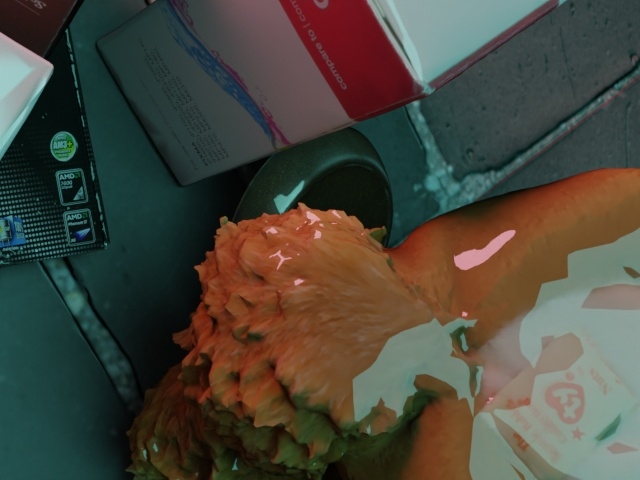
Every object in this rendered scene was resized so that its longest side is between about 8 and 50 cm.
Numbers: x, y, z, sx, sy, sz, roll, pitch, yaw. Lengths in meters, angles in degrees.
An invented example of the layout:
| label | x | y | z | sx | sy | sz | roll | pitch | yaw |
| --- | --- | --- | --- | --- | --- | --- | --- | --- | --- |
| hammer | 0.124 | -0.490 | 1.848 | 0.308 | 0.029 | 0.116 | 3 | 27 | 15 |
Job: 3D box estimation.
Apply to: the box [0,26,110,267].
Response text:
| label | x | y | z | sx | sy | sz | roll | pitch | yaw |
| --- | --- | --- | --- | --- | --- | --- | --- | --- | --- |
| box | -0.240 | -0.069 | 0.739 | 0.190 | 0.045 | 0.184 | -10 | 92 | -34 |

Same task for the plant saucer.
| label | x | y | z | sx | sy | sz | roll | pitch | yaw |
| --- | --- | --- | --- | --- | --- | --- | --- | --- | --- |
| plant saucer | 0.000 | 0.000 | 0.853 | 0.168 | 0.029 | 0.168 | -27 | 130 | -38 |

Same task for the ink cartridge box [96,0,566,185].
| label | x | y | z | sx | sy | sz | roll | pitch | yaw |
| --- | --- | --- | --- | --- | --- | --- | --- | --- | --- |
| ink cartridge box | 0.021 | -0.161 | 0.765 | 0.226 | 0.306 | 0.131 | -38 | 105 | -31 |

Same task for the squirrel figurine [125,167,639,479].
| label | x | y | z | sx | sy | sz | roll | pitch | yaw |
| --- | --- | --- | --- | --- | --- | --- | --- | --- | --- |
| squirrel figurine | 0.078 | 0.109 | 0.784 | 0.397 | 0.370 | 0.281 | 11 | 78 | -3 |

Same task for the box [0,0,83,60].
| label | x | y | z | sx | sy | sz | roll | pitch | yaw |
| --- | --- | --- | --- | --- | --- | --- | --- | --- | --- |
| box | -0.189 | -0.220 | 0.679 | 0.168 | 0.167 | 0.203 | 31 | 56 | -17 |

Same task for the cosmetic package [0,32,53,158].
| label | x | y | z | sx | sy | sz | roll | pitch | yaw |
| --- | --- | --- | --- | --- | --- | --- | --- | --- | --- |
| cosmetic package | -0.340 | -0.104 | 0.543 | 0.385 | 0.217 | 0.156 | 32 | 74 | -20 |
